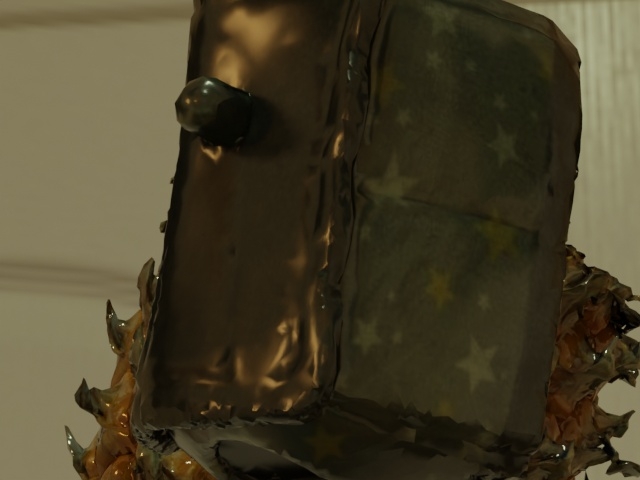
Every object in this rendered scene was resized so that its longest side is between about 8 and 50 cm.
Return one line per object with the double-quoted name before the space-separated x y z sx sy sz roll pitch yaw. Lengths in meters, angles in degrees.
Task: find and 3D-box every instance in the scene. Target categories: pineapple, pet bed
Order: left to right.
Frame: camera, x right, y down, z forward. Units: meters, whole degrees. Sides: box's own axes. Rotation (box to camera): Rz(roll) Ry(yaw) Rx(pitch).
"pet bed" 0.000 0.000 0.827 0.159 0.211 0.183 15 -16 -19
"pineapple" 0.021 0.124 1.229 0.352 0.300 0.352 16 -17 5
